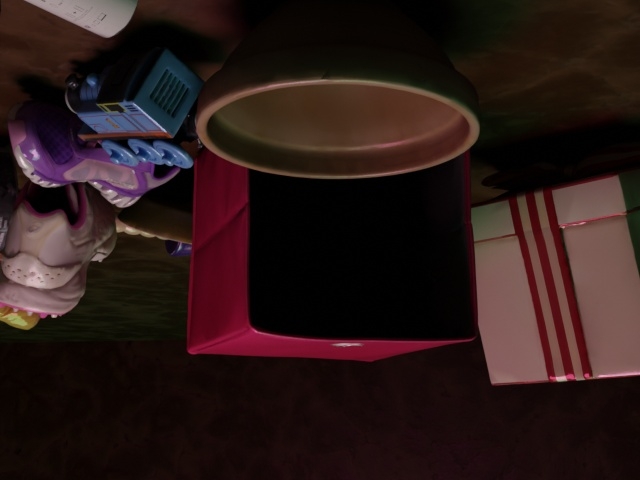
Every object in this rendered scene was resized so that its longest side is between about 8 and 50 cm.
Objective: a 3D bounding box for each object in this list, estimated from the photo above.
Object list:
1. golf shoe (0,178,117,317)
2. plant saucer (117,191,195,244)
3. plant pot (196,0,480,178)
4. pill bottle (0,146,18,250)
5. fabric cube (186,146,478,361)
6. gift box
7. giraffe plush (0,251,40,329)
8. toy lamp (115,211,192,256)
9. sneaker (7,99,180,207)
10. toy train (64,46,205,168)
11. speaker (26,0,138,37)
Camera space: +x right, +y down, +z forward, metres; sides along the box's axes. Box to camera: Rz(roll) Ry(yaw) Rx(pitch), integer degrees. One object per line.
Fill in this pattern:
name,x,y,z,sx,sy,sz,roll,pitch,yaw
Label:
golf shoe,-0.302,-0.033,1.070,0.115,0.140,0.306,10,-155,-9
plant saucer,-0.151,-0.030,1.217,0.240,0.037,0.241,11,-172,-2
plant pot,0.015,-0.137,0.760,0.237,0.110,0.237,1,168,0
pill bottle,-0.488,-0.052,1.034,0.245,0.131,0.130,1,169,-34
fabric cube,0.000,0.000,1.015,0.254,0.259,0.258,5,166,-21
gift box,0.330,0.019,1.117,0.255,0.258,0.276,-12,-179,37
giraffe plush,-0.514,0.045,1.450,0.210,0.182,0.170,-10,165,-43
toy lamp,-0.283,-0.026,1.317,0.274,0.080,0.080,11,163,-30
sneaker,-0.235,-0.103,0.977,0.104,0.095,0.236,-12,167,22
toy train,-0.173,-0.125,0.849,0.184,0.080,0.105,7,152,48
speaker,-0.199,-0.195,0.642,0.055,0.055,0.136,-10,163,36
